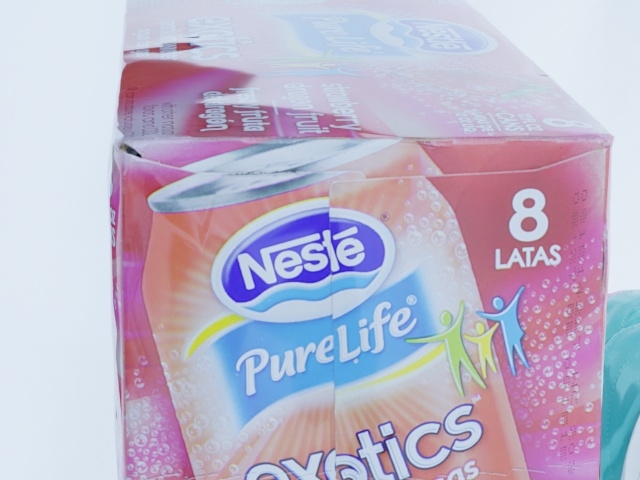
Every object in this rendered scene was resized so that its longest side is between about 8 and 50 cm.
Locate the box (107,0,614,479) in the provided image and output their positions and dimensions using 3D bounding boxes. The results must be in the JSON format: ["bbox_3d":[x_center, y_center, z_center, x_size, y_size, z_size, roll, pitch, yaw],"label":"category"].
[{"bbox_3d":[0.000,0.000,0.524,0.123,0.257,0.128,-2,106,-5],"label":"box"}]

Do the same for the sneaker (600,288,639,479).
[{"bbox_3d":[0.130,0.148,0.862,0.124,0.178,0.295,12,110,-20],"label":"sneaker"}]
